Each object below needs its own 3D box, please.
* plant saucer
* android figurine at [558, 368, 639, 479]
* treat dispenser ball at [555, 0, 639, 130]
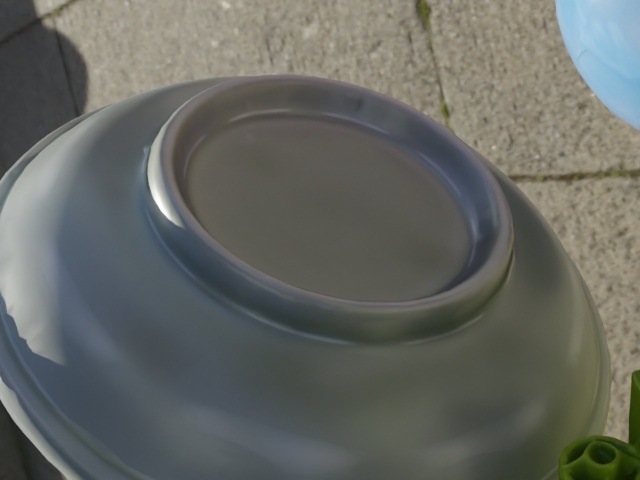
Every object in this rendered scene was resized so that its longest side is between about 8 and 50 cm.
[{"bbox_3d":[0.000,0.000,0.597,0.400,0.400,0.100,50,140,31],"label":"plant saucer"},{"bbox_3d":[0.244,0.132,0.506,0.056,0.248,0.273,-94,-4,-55],"label":"android figurine"},{"bbox_3d":[0.333,-0.210,0.784,0.288,0.288,0.288,33,133,45],"label":"treat dispenser ball"}]
